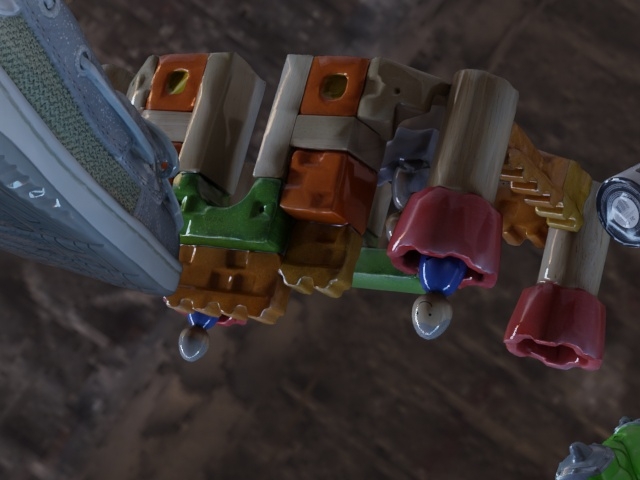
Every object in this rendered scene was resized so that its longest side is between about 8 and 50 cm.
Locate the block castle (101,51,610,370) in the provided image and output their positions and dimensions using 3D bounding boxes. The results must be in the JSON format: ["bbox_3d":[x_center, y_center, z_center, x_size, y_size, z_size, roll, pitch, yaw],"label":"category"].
[{"bbox_3d":[0.000,0.000,1.378,0.453,0.213,0.303,5,162,33],"label":"block castle"}]

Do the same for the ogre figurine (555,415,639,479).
[{"bbox_3d":[0.158,0.171,0.781,0.097,0.197,0.118,6,169,43],"label":"ogre figurine"}]

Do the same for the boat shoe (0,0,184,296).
[{"bbox_3d":[-0.131,-0.067,0.677,0.118,0.103,0.320,15,160,27],"label":"boat shoe"}]

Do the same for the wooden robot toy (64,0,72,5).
[{"bbox_3d":[-0.162,-0.129,0.872,0.079,0.076,0.173,3,163,14],"label":"wooden robot toy"}]

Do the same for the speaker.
[{"bbox_3d":[0.264,-0.042,1.169,0.055,0.136,0.055,28,130,40],"label":"speaker"}]
